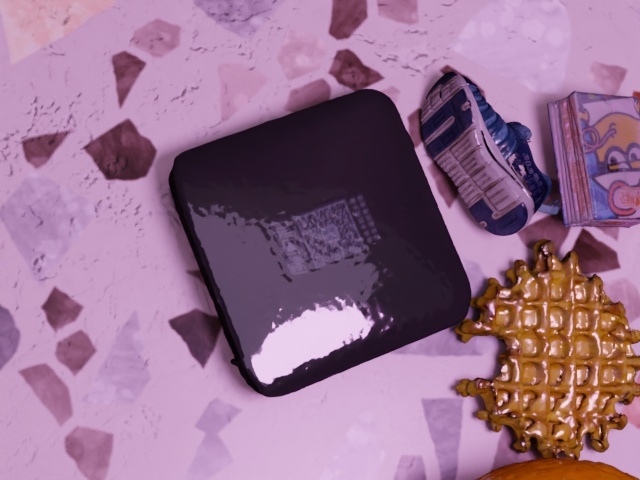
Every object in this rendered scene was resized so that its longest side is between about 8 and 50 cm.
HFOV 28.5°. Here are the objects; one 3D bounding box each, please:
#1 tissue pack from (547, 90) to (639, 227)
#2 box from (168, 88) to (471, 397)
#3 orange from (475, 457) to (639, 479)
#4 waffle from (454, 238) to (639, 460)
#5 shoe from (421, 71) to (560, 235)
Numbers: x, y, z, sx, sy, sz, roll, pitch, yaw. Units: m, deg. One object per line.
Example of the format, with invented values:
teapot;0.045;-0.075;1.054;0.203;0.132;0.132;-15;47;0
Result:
tissue pack;0.334;-0.095;1.490;0.115;0.065;0.155;-1;78;-35
box;0.000;0.000;1.409;0.289;0.073;0.290;-21;84;-16
orange;0.248;0.387;1.272;0.340;0.293;0.341;3;77;-12
waffle;0.270;0.134;1.455;0.231;0.051;0.229;44;71;-2
shoe;0.198;-0.106;1.476;0.106;0.091;0.207;-24;79;-42
